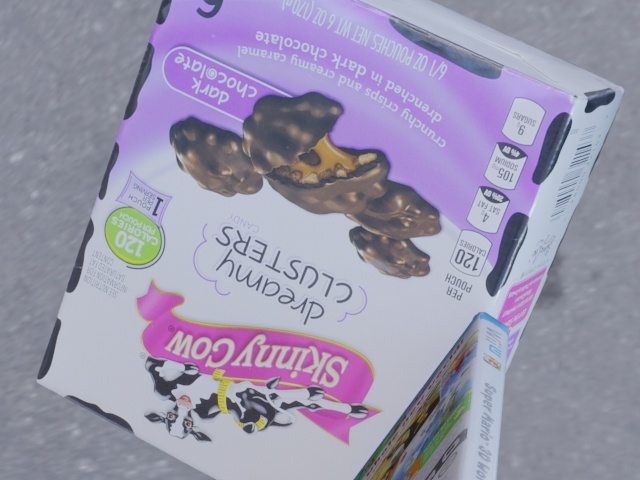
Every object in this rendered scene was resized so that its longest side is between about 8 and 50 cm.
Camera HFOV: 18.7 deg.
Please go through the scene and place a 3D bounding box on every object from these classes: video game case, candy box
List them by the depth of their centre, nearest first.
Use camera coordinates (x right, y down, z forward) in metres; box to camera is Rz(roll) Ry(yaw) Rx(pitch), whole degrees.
[{"bbox_3d":[0.020,0.099,0.629,0.015,0.166,0.119,33,109,-5],"label":"video game case"},{"bbox_3d":[0.000,0.000,0.749,0.164,0.070,0.196,26,107,18],"label":"candy box"}]
